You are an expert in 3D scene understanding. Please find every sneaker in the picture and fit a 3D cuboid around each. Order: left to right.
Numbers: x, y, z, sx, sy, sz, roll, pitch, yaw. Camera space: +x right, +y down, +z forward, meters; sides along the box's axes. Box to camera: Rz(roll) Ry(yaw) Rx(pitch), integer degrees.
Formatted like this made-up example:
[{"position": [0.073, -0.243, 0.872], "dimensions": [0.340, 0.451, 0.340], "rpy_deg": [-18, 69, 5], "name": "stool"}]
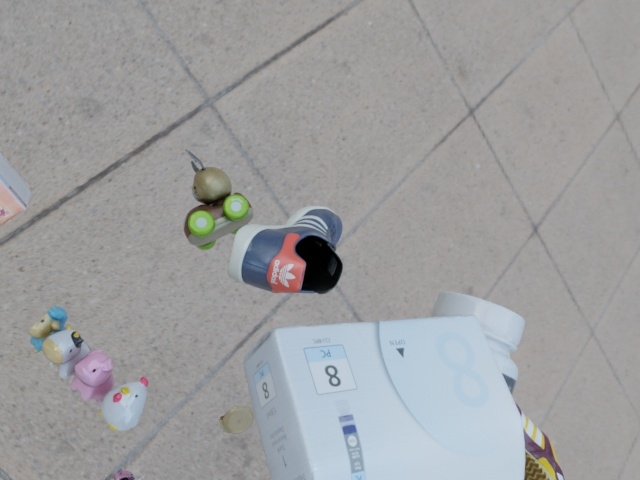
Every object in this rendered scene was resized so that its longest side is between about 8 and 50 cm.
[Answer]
[{"position": [-0.012, 0.026, 1.049], "dimensions": [0.350, 0.148, 0.131], "rpy_deg": [-25, 130, -62], "name": "sneaker"}, {"position": [0.271, 0.271, 0.838], "dimensions": [0.084, 0.069, 0.185], "rpy_deg": [9, 49, -50], "name": "sneaker"}]

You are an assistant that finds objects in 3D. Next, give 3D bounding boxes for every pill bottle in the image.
[{"position": [0.247, 0.293, 1.124], "dimensions": [0.204, 0.204, 0.361], "rpy_deg": [28, 78, -31], "name": "pill bottle"}]

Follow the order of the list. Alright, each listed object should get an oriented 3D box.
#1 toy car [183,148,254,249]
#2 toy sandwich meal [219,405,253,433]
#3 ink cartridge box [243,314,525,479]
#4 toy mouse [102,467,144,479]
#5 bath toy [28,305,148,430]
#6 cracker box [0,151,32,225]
[{"position": [-0.239, -0.096, 1.249], "dimensions": [0.149, 0.155, 0.188], "rpy_deg": [-26, 83, -12], "name": "toy car"}, {"position": [-0.207, 0.443, 1.485], "dimensions": [0.085, 0.029, 0.086], "rpy_deg": [-5, 106, -19], "name": "toy sandwich meal"}, {"position": [0.112, 0.268, 0.625], "dimensions": [0.308, 0.091, 0.385], "rpy_deg": [3, 55, -36], "name": "ink cartridge box"}, {"position": [-0.443, 0.507, 1.235], "dimensions": [0.161, 0.031, 0.143], "rpy_deg": [-23, 142, -31], "name": "toy mouse"}, {"position": [-0.542, 0.302, 1.420], "dimensions": [0.129, 0.348, 0.151], "rpy_deg": [-54, 159, -6], "name": "bath toy"}, {"position": [-0.640, -0.124, 1.153], "dimensions": [0.067, 0.232, 0.156], "rpy_deg": [-37, 114, -10], "name": "cracker box"}]
